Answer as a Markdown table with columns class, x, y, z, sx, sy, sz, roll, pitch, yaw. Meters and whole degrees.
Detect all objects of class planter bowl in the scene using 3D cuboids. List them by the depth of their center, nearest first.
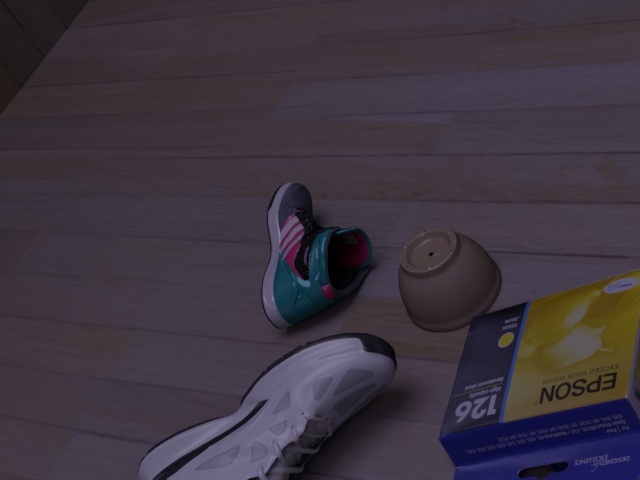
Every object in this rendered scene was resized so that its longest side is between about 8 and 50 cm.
| class | x | y | z | sx | sy | sz | roll | pitch | yaw |
| --- | --- | --- | --- | --- | --- | --- | --- | --- | --- |
| planter bowl | 0.188 | 0.046 | 2.034 | 0.162 | 0.109 | 0.162 | -20 | 39 | 17 |

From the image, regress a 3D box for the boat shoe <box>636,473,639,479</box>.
| class | x | y | z | sx | sy | sz | roll | pitch | yaw |
| --- | --- | --- | --- | --- | --- | --- | --- | --- | --- |
| boat shoe | 0.475 | 0.348 | 1.500 | 0.306 | 0.113 | 0.105 | 14 | 65 | 47 |

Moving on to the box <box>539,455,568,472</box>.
| class | x | y | z | sx | sy | sz | roll | pitch | yaw |
| --- | --- | --- | --- | --- | --- | --- | --- | --- | --- |
| box | 0.412 | 0.249 | 1.710 | 0.225 | 0.036 | 0.136 | -2 | 48 | 37 |

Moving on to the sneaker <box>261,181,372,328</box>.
| class | x | y | z | sx | sy | sz | roll | pitch | yaw |
| --- | --- | --- | --- | --- | --- | --- | --- | --- | --- |
| sneaker | 0.000 | 0.000 | 2.205 | 0.178 | 0.124 | 0.295 | -19 | 47 | 26 |

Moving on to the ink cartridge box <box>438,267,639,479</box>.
| class | x | y | z | sx | sy | sz | roll | pitch | yaw |
| --- | --- | --- | --- | --- | --- | --- | --- | --- | --- |
| ink cartridge box | 0.306 | 0.201 | 1.762 | 0.304 | 0.072 | 0.307 | -19 | 34 | 38 |

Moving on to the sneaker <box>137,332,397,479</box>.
| class | x | y | z | sx | sy | sz | roll | pitch | yaw |
| --- | --- | --- | --- | --- | --- | --- | --- | --- | --- |
| sneaker | -0.050 | 0.339 | 1.883 | 0.447 | 0.169 | 0.257 | -35 | 46 | 12 |
